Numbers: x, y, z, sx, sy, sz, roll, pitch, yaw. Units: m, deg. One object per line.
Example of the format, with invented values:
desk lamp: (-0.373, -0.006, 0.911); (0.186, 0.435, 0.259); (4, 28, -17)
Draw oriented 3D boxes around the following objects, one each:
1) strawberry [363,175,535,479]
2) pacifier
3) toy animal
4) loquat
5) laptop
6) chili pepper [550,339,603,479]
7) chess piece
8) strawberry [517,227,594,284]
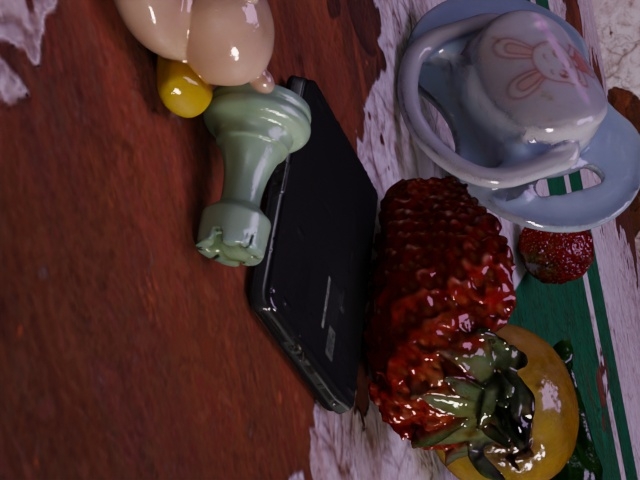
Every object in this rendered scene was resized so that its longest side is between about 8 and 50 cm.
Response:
strawberry: (0.080, 0.058, 0.977); (0.286, 0.106, 0.188); (-103, -158, -48)
pacifier: (0.182, -0.104, 1.254); (0.287, 0.238, 0.226); (62, -21, 25)
toy animal: (-0.064, -0.135, 0.706); (0.091, 0.082, 0.114); (-78, 150, -46)
loquat: (0.159, 0.148, 1.099); (0.163, 0.137, 0.163); (2, 90, -83)
laptop: (0.000, 0.000, 0.896); (0.154, 0.026, 0.207); (60, 30, -46)
chili pepper: (0.302, 0.252, 1.540); (0.100, 0.074, 0.257); (35, 44, -59)
chess piece: (-0.045, -0.038, 0.751); (0.067, 0.067, 0.103); (47, 48, -56)
strawberry: (0.300, 0.015, 1.599); (0.106, 0.106, 0.106); (-9, 90, -70)
